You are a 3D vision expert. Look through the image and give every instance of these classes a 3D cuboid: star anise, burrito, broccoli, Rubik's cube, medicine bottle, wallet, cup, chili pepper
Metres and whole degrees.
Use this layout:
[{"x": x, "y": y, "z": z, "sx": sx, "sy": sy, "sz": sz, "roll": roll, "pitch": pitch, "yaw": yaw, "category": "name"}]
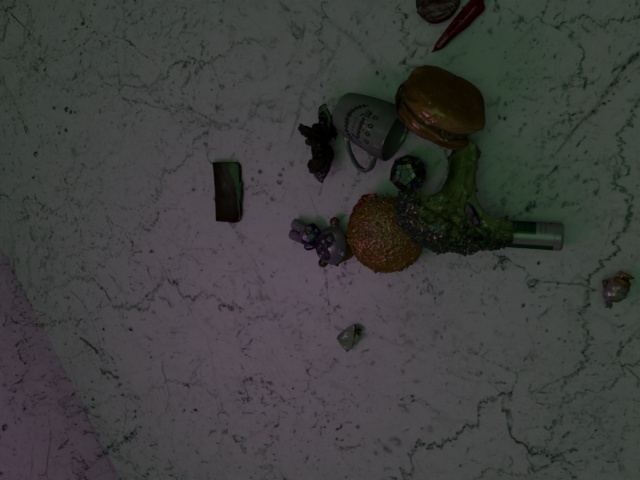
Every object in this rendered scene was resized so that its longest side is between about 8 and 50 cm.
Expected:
[{"x": -0.005, "y": -0.351, "z": 1.786, "sx": 0.129, "sy": 0.212, "sz": 0.282, "roll": -3, "pitch": 107, "yaw": 9, "category": "star anise"}, {"x": 0.122, "y": 0.383, "z": 1.949, "sx": 0.074, "sy": 0.044, "sz": 0.118, "roll": 49, "pitch": 115, "yaw": 10, "category": "burrito"}, {"x": 0.395, "y": -0.140, "z": 1.577, "sx": 0.275, "sy": 0.353, "sz": 0.396, "roll": -19, "pitch": 77, "yaw": 57, "category": "broccoli"}, {"x": 0.308, "y": -0.235, "z": 1.723, "sx": 0.133, "sy": 0.133, "sz": 0.111, "roll": -41, "pitch": 58, "yaw": 23, "category": "Rubik's cube"}, {"x": 0.664, "y": -0.019, "z": 1.631, "sx": 0.260, "sy": 0.095, "sz": 0.095, "roll": 3, "pitch": 101, "yaw": 20, "category": "medicine bottle"}, {"x": -0.386, "y": -0.200, "z": 2.050, "sx": 0.137, "sy": 0.031, "sz": 0.255, "roll": 5, "pitch": 102, "yaw": 20, "category": "wallet"}, {"x": 0.157, "y": -0.377, "z": 1.723, "sx": 0.234, "sy": 0.186, "sz": 0.258, "roll": 30, "pitch": 113, "yaw": 22, "category": "cup"}, {"x": 0.465, "y": -0.723, "z": 1.604, "sx": 0.059, "sy": 0.050, "sz": 0.268, "roll": 44, "pitch": 114, "yaw": -8, "category": "chili pepper"}]

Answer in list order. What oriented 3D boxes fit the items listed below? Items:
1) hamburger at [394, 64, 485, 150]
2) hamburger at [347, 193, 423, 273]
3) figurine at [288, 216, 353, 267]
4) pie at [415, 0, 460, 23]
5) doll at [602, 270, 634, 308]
[{"x": 0.378, "y": -0.424, "z": 1.552, "sx": 0.319, "sy": 0.319, "sz": 0.158, "roll": 38, "pitch": 134, "yaw": 11, "category": "hamburger"}, {"x": 0.232, "y": -0.021, "z": 1.756, "sx": 0.294, "sy": 0.179, "sz": 0.276, "roll": 30, "pitch": 108, "yaw": 14, "category": "hamburger"}, {"x": 0.000, "y": -0.011, "z": 1.884, "sx": 0.274, "sy": 0.133, "sz": 0.193, "roll": 45, "pitch": 112, "yaw": 20, "category": "figurine"}, {"x": 0.391, "y": -0.799, "z": 1.625, "sx": 0.155, "sy": 0.036, "sz": 0.154, "roll": 4, "pitch": 101, "yaw": 21, "category": "pie"}, {"x": 0.941, "y": 0.157, "z": 1.575, "sx": 0.084, "sy": 0.073, "sz": 0.127, "roll": 42, "pitch": 112, "yaw": 46, "category": "doll"}]
